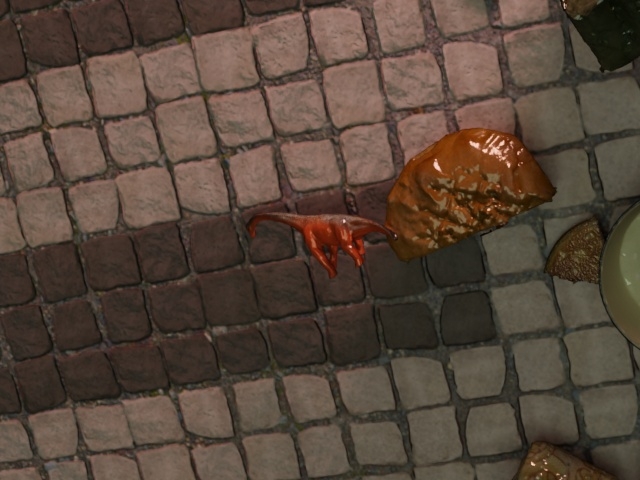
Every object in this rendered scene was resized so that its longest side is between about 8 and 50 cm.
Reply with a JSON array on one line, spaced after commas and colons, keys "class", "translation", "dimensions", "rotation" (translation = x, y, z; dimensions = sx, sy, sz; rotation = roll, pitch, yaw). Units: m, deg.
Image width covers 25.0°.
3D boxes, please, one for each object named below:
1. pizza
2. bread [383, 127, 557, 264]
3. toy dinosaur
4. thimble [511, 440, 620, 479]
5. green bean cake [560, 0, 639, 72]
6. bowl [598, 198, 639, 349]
[{"class": "pizza", "translation": [0.343, 0.023, 1.932], "dimensions": [0.099, 0.029, 0.100], "rotation": [-17, 98, 26]}, {"class": "bread", "translation": [0.185, -0.069, 1.895], "dimensions": [0.229, 0.143, 0.139], "rotation": [-24, 87, 16]}, {"class": "toy dinosaur", "translation": [0.004, -0.002, 1.955], "dimensions": [0.279, 0.055, 0.101], "rotation": [-10, 105, 40]}, {"class": "thimble", "translation": [0.319, 0.377, 1.975], "dimensions": [0.143, 0.137, 0.190], "rotation": [26, 121, 7]}, {"class": "green bean cake", "translation": [0.395, -0.348, 1.699], "dimensions": [0.255, 0.241, 0.132], "rotation": [-31, 126, 18]}, {"class": "bowl", "translation": [0.475, 0.030, 1.843], "dimensions": [0.238, 0.126, 0.238], "rotation": [4, 106, 13]}]
